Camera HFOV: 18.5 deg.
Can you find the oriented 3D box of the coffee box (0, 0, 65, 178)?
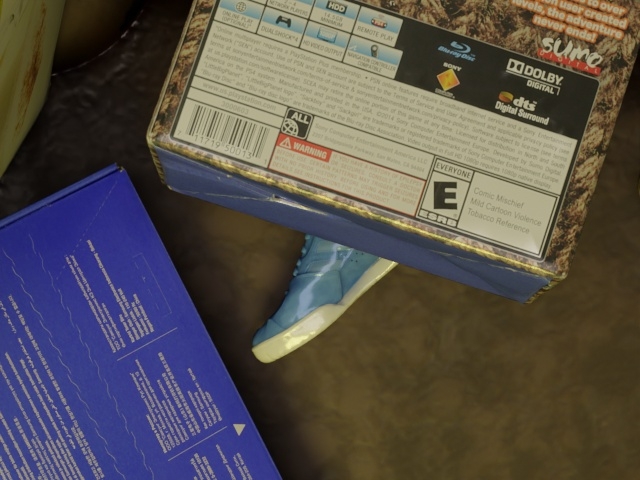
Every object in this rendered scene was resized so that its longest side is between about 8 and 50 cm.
[{"bbox_3d":[-0.317,-0.166,0.994,0.338,0.334,0.337,20,131,1],"label":"coffee box"}]

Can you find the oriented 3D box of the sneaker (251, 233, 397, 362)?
[{"bbox_3d":[0.000,0.000,1.191,0.152,0.058,0.084,-41,90,9],"label":"sneaker"}]

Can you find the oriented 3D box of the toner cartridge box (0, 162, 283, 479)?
[{"bbox_3d":[-0.118,0.146,1.170,0.165,0.075,0.347,-28,94,-24],"label":"toner cartridge box"}]

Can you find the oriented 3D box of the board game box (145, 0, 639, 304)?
[{"bbox_3d":[0.060,-0.140,1.099,0.232,0.141,0.291,19,82,1],"label":"board game box"}]

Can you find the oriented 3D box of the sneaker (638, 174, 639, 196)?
[{"bbox_3d":[0.284,-0.018,1.168,0.188,0.071,0.066,4,96,3],"label":"sneaker"}]
